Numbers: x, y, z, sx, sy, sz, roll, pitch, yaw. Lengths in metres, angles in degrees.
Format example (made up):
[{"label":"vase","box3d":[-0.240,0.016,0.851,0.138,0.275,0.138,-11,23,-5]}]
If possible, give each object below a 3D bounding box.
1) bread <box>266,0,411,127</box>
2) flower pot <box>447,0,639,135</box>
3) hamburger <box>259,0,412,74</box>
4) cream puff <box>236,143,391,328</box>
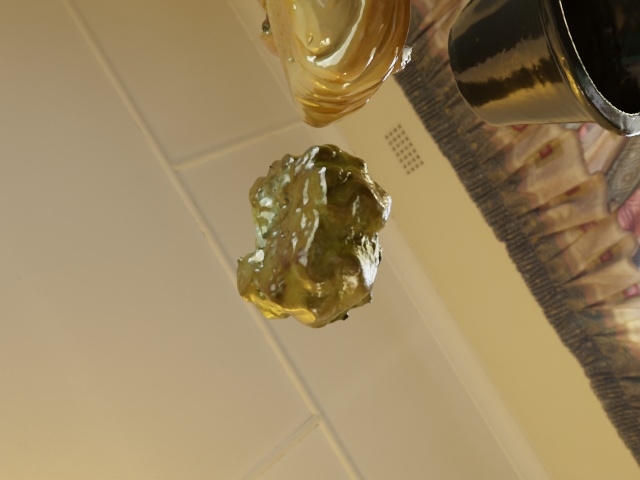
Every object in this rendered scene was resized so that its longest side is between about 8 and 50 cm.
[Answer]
[{"label":"bread","box3d":[0.011,-0.222,0.523,0.121,0.311,0.173,-17,-84,-2]},{"label":"flower pot","box3d":[0.235,-0.208,0.525,0.235,0.148,0.235,4,-97,-34]},{"label":"hamburger","box3d":[0.010,-0.322,0.780,0.262,0.124,0.131,16,-149,22]},{"label":"cream puff","box3d":[-0.001,0.000,0.730,0.185,0.282,0.282,19,-118,-35]}]
